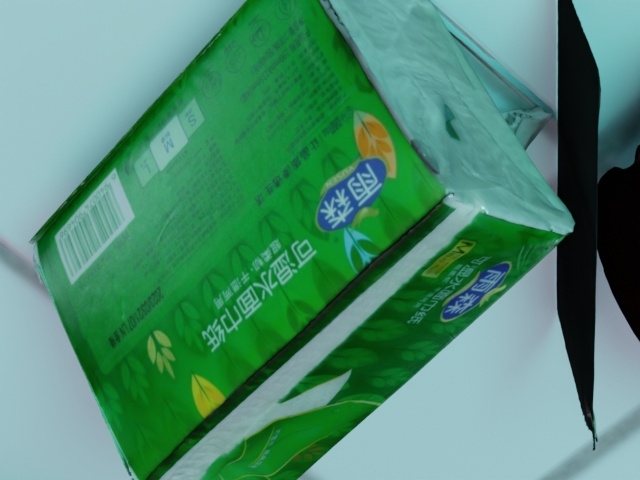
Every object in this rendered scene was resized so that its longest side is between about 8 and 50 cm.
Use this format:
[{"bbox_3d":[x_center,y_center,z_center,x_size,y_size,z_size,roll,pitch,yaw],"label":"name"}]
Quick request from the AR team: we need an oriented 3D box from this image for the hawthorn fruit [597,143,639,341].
[{"bbox_3d":[0.245,-0.012,0.659,0.251,0.189,0.189,3,122,-5],"label":"hawthorn fruit"}]

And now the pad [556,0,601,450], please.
[{"bbox_3d":[0.114,-0.015,0.712,0.004,0.116,0.193,-5,121,2],"label":"pad"}]

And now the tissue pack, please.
[{"bbox_3d":[0.002,0.001,0.730,0.156,0.148,0.209,11,133,-48],"label":"tissue pack"}]
